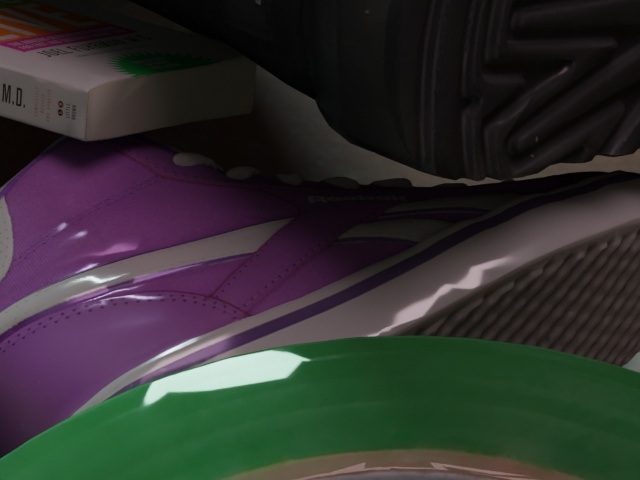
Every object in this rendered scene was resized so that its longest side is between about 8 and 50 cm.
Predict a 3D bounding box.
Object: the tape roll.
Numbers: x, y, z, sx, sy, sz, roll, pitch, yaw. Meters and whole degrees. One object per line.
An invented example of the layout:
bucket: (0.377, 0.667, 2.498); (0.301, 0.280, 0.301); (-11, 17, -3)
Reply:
tape roll: (0.018, 0.167, 0.449); (0.321, 0.077, 0.321); (-3, 47, 3)

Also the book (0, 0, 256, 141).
book: (-0.110, -0.066, 0.692); (0.144, 0.035, 0.096); (17, 19, 30)

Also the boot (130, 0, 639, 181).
boot: (-0.001, -0.161, 0.777); (0.367, 0.146, 0.445); (-1, 21, -45)

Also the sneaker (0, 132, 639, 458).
sneaker: (0.000, -0.001, 0.669); (0.282, 0.102, 0.161); (-15, 47, -32)
